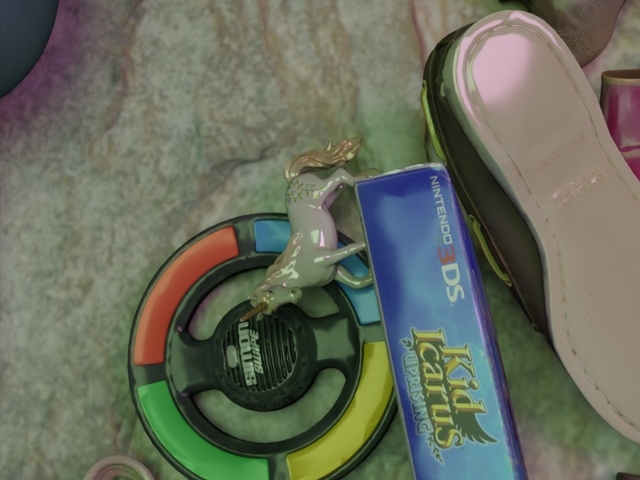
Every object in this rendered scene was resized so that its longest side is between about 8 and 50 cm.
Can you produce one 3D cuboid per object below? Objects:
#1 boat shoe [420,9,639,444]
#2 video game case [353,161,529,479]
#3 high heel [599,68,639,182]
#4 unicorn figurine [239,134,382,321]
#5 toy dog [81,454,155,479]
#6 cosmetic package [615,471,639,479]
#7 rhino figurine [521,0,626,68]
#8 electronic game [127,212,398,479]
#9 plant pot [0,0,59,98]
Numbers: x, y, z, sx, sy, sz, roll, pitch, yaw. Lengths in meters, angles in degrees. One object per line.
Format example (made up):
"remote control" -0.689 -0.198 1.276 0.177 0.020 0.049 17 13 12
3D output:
"boat shoe" 0.171 -0.006 0.689 0.117 0.097 0.324 -32 100 -11
"video game case" 0.094 0.110 0.629 0.061 0.244 0.269 -13 77 9
"high heel" 0.321 -0.064 0.716 0.244 0.082 0.117 0 111 -1
"unicorn figurine" 0.000 0.000 0.737 0.111 0.060 0.162 -7 55 7
"toy dog" -0.187 0.339 0.695 0.161 0.220 0.333 -45 62 34
"cosmetic package" 0.221 0.192 0.651 0.041 0.115 0.060 10 81 14
"rhino figurine" 0.188 -0.190 0.755 0.106 0.073 0.243 37 99 22
"electronic game" -0.045 0.090 0.766 0.229 0.048 0.229 -2 79 12
"plant pot" -0.339 -0.215 0.815 0.290 0.195 0.290 -3 78 12
